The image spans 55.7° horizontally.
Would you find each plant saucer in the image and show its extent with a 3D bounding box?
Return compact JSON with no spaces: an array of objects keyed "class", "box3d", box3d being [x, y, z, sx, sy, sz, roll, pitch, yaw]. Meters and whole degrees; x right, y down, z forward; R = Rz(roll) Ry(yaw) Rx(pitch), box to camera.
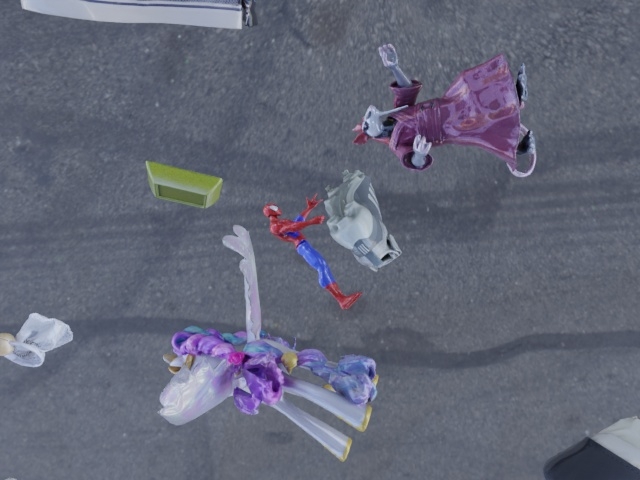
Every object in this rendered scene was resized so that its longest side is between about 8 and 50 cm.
[{"class":"plant saucer","box3d":[-0.351,-0.132,1.542,0.188,0.188,0.045,13,76,-10]}]

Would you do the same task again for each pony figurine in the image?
[{"class":"pony figurine","box3d":[-0.095,0.198,0.954,0.364,0.302,0.351,21,147,5]}]

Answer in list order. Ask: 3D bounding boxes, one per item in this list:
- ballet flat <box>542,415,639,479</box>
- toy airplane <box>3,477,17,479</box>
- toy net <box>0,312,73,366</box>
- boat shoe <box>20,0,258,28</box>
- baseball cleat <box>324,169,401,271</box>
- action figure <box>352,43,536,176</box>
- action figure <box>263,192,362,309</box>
[{"class":"ballet flat","box3d":[0.204,0.150,0.391,0.074,0.074,0.203,-37,138,22]},{"class":"toy airplane","box3d":[-0.408,0.475,0.685,0.273,0.384,0.385,-7,87,-15]},{"class":"toy net","box3d":[-0.431,0.149,0.751,0.232,0.045,0.122,0,122,-28]},{"class":"boat shoe","box3d":[-0.262,-0.403,0.892,0.341,0.127,0.158,-1,111,-12]},{"class":"baseball cleat","box3d":[0.054,-0.022,0.796,0.072,0.206,0.109,-35,107,20]},{"class":"action figure","box3d":[0.246,-0.257,1.270,0.370,0.276,0.248,-6,74,24]},{"class":"action figure","box3d":[0.000,0.000,1.286,0.280,0.091,0.139,44,92,10]}]
